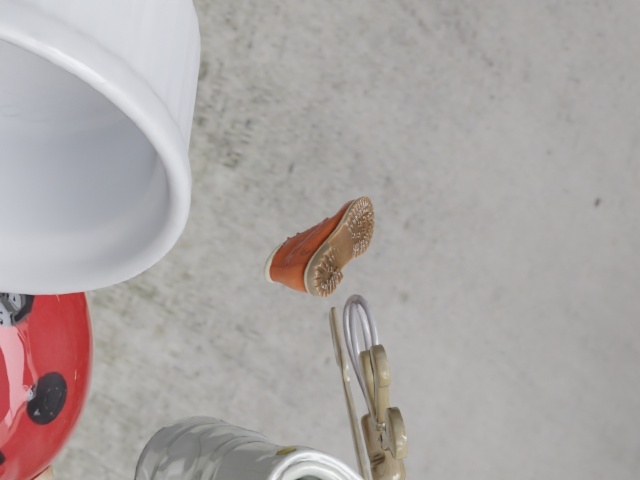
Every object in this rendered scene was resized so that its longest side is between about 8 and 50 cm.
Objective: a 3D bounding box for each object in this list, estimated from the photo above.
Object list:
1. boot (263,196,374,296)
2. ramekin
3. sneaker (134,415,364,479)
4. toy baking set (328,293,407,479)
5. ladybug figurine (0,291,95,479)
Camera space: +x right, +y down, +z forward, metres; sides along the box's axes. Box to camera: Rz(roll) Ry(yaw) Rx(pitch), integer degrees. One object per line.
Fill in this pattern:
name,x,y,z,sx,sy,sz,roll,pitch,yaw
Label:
boot,0.000,0.000,1.634,0.158,0.085,0.059,-48,132,-42
ramekin,-0.202,-0.095,0.878,0.277,0.277,0.135,56,36,-47
sneaker,-0.007,0.238,0.756,0.108,0.169,0.292,-20,98,-28
toy baking set,0.050,0.148,1.095,0.030,0.256,0.196,-9,106,-8
ladybug figurine,-0.335,0.037,1.116,0.305,0.162,0.449,-41,113,-8
